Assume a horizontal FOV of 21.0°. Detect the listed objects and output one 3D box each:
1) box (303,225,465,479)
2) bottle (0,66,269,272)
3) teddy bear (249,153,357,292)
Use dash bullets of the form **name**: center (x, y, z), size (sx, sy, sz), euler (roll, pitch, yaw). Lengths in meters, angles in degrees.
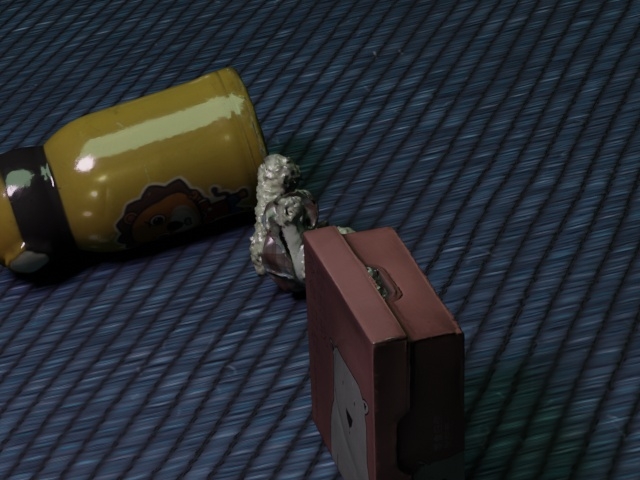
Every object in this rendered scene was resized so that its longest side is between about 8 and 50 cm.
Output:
- **box**: center (0.055, 0.121, 1.536), size (0.086, 0.215, 0.215), euler (-9, 29, -14)
- **bottle**: center (-0.237, -0.069, 2.015), size (0.351, 0.171, 0.171), euler (-20, 31, -4)
- **teddy bear**: center (-0.019, 0.009, 1.843), size (0.111, 0.133, 0.213), euler (-39, 48, -2)
